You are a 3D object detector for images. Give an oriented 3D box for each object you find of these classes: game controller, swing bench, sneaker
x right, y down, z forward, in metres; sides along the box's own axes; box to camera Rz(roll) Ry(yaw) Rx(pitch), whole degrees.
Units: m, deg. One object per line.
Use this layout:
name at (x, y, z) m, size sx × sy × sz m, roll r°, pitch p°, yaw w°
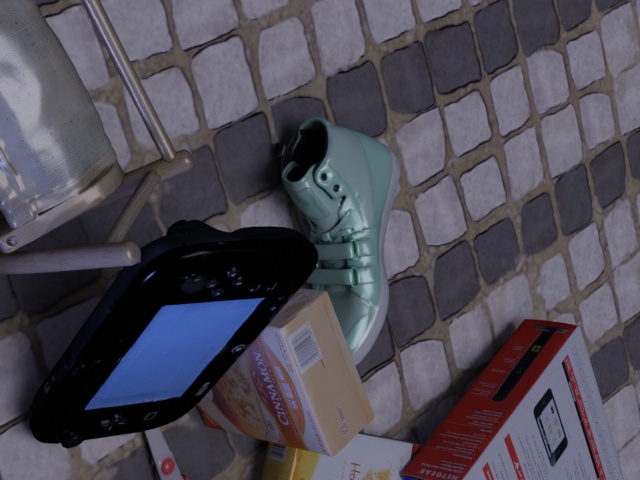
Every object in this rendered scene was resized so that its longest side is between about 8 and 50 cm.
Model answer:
game controller at (-0.131, 0.087, 1.101) m, size 0.166 × 0.319 × 0.067 m, roll 6°, pitch 53°, yaw -32°
swing bench at (-0.278, -0.096, 0.996) m, size 0.165 × 0.254 × 0.253 m, roll -70°, pitch 141°, yaw -57°
sneaker at (0.000, 0.000, 1.331) m, size 0.151 × 0.094 × 0.256 m, roll 25°, pitch 67°, yaw -47°

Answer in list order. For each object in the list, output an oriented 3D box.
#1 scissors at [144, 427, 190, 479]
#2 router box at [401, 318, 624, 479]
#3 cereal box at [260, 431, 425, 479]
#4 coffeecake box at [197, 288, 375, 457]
scissors at (-0.152, 0.244, 1.264) m, size 0.109 × 0.021 × 0.297 m, roll -46°, pitch 122°, yaw -30°
router box at (0.255, 0.317, 1.568) m, size 0.301 × 0.082 × 0.335 m, roll -43°, pitch 124°, yaw -38°
cereal box at (0.025, 0.293, 1.401) m, size 0.240 × 0.047 × 0.173 m, roll 18°, pitch 81°, yaw -46°
coffeecake box at (-0.055, 0.118, 1.230) m, size 0.068 × 0.185 × 0.142 m, roll -37°, pitch 117°, yaw -36°
